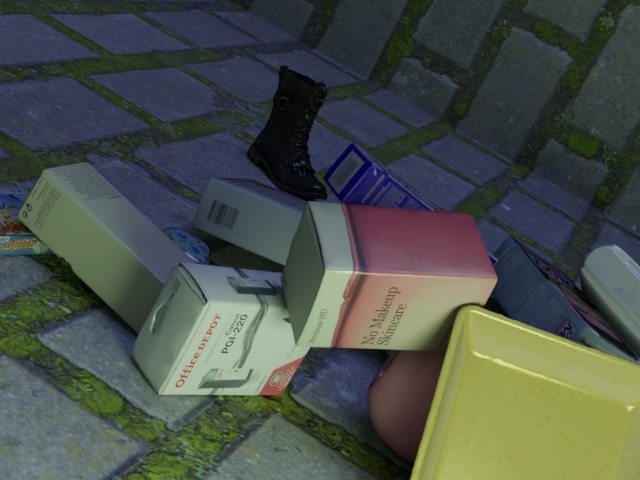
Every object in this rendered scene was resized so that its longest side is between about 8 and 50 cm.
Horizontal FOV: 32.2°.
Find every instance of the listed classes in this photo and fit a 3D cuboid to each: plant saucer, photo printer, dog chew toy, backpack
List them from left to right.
[{"bbox_3d":[-0.218,0.032,1.689,0.105,0.084,0.114,27,16,-7],"label":"backpack"},{"bbox_3d":[0.231,0.262,1.537,0.332,0.206,0.206,36,20,2],"label":"dog chew toy"},{"bbox_3d":[0.270,0.289,1.402,0.333,0.332,0.081,20,-13,-10],"label":"plant saucer"},{"bbox_3d":[0.648,0.160,2.291,0.256,0.107,0.307,53,0,24],"label":"photo printer"}]

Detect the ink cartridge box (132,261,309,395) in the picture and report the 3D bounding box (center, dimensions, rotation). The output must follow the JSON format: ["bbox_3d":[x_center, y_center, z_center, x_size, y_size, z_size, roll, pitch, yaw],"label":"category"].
[{"bbox_3d":[-0.118,0.122,1.476,0.218,0.158,0.092,9,29,-42],"label":"ink cartridge box"}]

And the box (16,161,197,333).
[{"bbox_3d":[-0.288,0.013,1.565,0.275,0.094,0.113,43,24,13],"label":"box"}]

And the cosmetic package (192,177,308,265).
[{"bbox_3d":[0.000,0.000,1.902,0.377,0.097,0.284,22,5,7],"label":"cosmetic package"}]

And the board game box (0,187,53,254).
[{"bbox_3d":[-0.457,-0.029,1.601,0.136,0.035,0.201,38,22,29],"label":"board game box"}]

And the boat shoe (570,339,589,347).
[{"bbox_3d":[0.493,0.289,1.908,0.095,0.095,0.257,5,53,-46],"label":"boat shoe"}]

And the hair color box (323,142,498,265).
[{"bbox_3d":[0.179,-0.043,2.226,0.339,0.110,0.185,38,8,-21],"label":"hair color box"}]

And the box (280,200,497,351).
[{"bbox_3d":[0.083,0.049,1.418,0.232,0.148,0.126,3,44,-18],"label":"box"}]

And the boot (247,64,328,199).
[{"bbox_3d":[-0.043,-0.233,2.372,0.263,0.229,0.091,40,23,32],"label":"boot"}]

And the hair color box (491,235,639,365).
[{"bbox_3d":[0.470,0.154,2.191,0.185,0.113,0.374,31,16,-27],"label":"hair color box"}]

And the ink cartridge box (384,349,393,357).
[{"bbox_3d":[0.254,0.207,1.921,0.308,0.091,0.385,25,3,-5],"label":"ink cartridge box"}]
